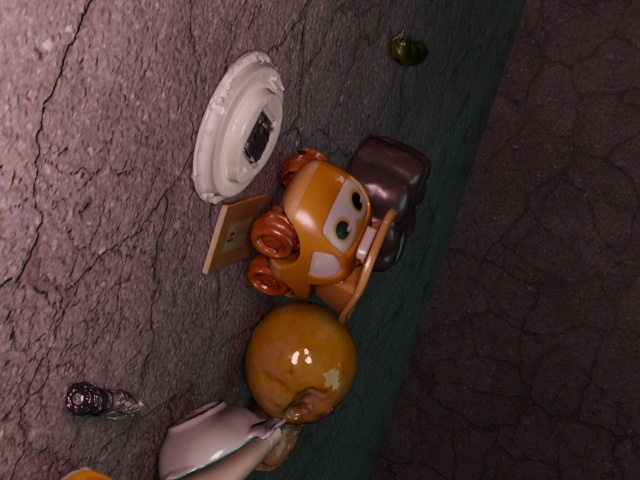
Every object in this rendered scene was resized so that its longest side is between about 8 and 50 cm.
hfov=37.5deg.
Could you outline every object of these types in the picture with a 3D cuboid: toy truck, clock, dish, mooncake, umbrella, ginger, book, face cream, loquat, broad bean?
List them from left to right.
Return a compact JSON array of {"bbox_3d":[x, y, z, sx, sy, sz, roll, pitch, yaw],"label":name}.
[{"bbox_3d":[-0.287,0.223,1.277,0.046,0.050,0.188,-45,163,-2],"label":"umbrella"},{"bbox_3d":[-0.184,0.319,1.579,0.078,0.246,0.224,65,25,0],"label":"dish"},{"bbox_3d":[-0.191,0.409,1.676,0.081,0.174,0.348,68,23,-4],"label":"face cream"},{"bbox_3d":[-0.136,-0.014,1.538,0.172,0.012,0.118,-24,134,-69],"label":"book"},{"bbox_3d":[-0.106,-0.158,1.370,0.236,0.053,0.236,21,90,-76],"label":"clock"},{"bbox_3d":[-0.066,0.339,2.048,0.190,0.126,0.354,90,24,-65],"label":"ginger"},{"bbox_3d":[-0.042,0.233,1.833,0.244,0.244,0.244,-59,162,-32],"label":"loquat"},{"bbox_3d":[0.000,0.000,1.624,0.288,0.212,0.204,104,9,-54],"label":"toy truck"},{"bbox_3d":[0.140,-0.081,2.139,0.306,0.154,0.306,22,90,-78],"label":"mooncake"},{"bbox_3d":[0.194,-0.413,2.063,0.065,0.047,0.254,-71,164,11],"label":"broad bean"}]

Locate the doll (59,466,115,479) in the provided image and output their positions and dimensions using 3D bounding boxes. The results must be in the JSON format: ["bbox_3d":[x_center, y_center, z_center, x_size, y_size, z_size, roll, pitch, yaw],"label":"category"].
[{"bbox_3d":[-0.330,0.419,1.202,0.269,0.162,0.166,-46,170,-32],"label":"doll"}]
